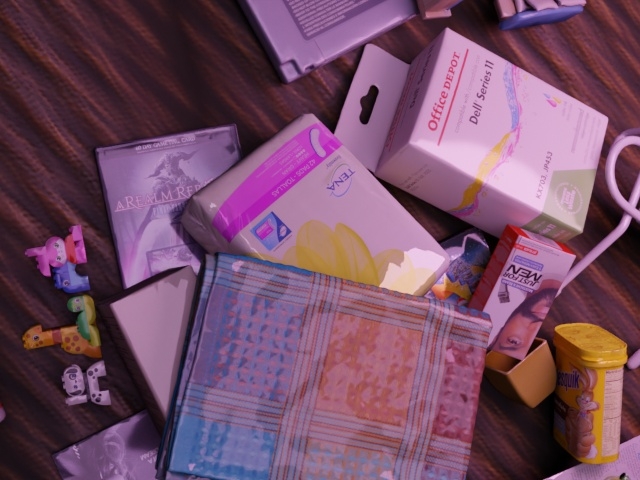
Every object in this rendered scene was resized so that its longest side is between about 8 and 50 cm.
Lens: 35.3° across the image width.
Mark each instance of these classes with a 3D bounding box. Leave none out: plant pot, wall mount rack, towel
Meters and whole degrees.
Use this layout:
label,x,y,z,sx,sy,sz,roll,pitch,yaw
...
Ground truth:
label,x,y,z,sx,sy,sz,roll,pitch,yaw
plant pot,0.292,0.193,1.457,0.081,0.081,0.083,-36,108,-17
wall mount rack,0.489,0.013,1.494,0.350,0.130,0.304,34,73,-22
towel,0.014,0.177,1.189,0.370,0.040,0.271,13,81,-12

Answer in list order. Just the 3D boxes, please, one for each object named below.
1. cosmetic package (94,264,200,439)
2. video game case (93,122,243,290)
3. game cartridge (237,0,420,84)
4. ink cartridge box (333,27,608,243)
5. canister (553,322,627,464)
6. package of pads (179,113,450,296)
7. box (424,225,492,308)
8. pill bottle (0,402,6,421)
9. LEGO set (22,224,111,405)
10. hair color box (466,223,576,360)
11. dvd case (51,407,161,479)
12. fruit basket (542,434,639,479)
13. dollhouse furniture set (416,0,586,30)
label,x,y,z,sx,sy,sz,roll,pitch,yaw
cosmetic package,-0.157,0.193,1.252,0.113,0.160,0.309,-26,96,-18
video game case,-0.180,-0.007,1.354,0.196,0.026,0.274,-12,90,-18
game cartridge,0.026,-0.372,1.434,0.297,0.062,0.198,-30,90,-17
ink cartridge box,0.212,-0.150,1.417,0.353,0.119,0.207,25,65,-14
canister,0.381,0.218,1.436,0.073,0.126,0.170,-4,103,-12
package of pads,0.000,0.000,1.323,0.296,0.101,0.229,47,59,3
box,0.155,0.097,1.437,0.233,0.044,0.159,-24,92,-17
pill bottle,-0.470,0.154,1.207,0.108,0.108,0.193,-29,94,-17
LEGO set,-0.332,0.099,1.270,0.093,0.087,0.227,-10,95,-15
hair color box,0.269,0.072,1.390,0.093,0.053,0.167,18,107,-16
dvd case,-0.228,0.341,1.314,0.164,0.018,0.221,-25,93,-18
fruit basket,0.458,0.457,1.468,0.353,0.165,0.327,-17,91,-33
dollhouse furniture set,0.284,-0.467,1.418,0.303,0.198,0.286,-13,85,-32
